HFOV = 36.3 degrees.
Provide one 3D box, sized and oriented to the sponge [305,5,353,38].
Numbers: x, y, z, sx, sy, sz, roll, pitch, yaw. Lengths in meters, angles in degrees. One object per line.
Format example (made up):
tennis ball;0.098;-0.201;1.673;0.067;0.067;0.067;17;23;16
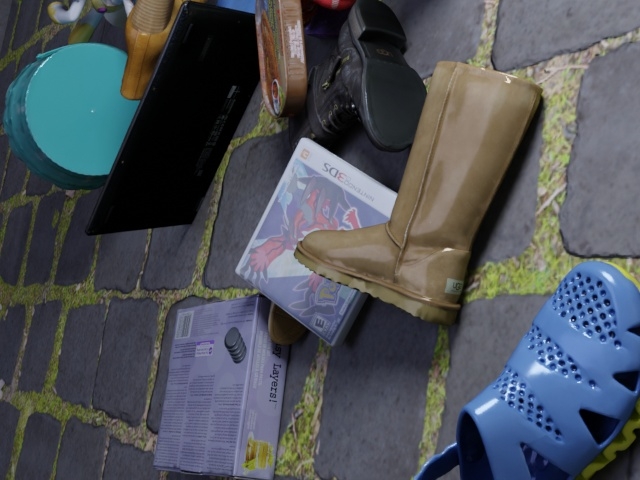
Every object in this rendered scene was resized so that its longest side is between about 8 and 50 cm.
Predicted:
sponge;0.042;-0.389;1.387;0.117;0.031;0.210;17;93;59

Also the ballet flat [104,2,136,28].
ballet flat;-0.348;-0.632;2.009;0.139;0.139;0.400;19;90;58

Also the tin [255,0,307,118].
tin;-0.052;-0.259;1.307;0.106;0.040;0.190;-171;76;-73

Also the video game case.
video game case;0.000;0.000;1.218;0.183;0.023;0.201;34;105;31

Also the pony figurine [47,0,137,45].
pony figurine;-0.368;-0.533;1.797;0.363;0.303;0.351;-2;71;54

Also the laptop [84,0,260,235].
laptop;-0.251;-0.241;1.598;0.236;0.408;0.382;35;110;21

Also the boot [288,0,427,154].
boot;0.033;-0.163;1.274;0.229;0.091;0.263;-49;36;43

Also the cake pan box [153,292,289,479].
cake pan box;-0.145;0.212;1.392;0.267;0.070;0.246;-15;62;54

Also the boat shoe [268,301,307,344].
boat shoe;-0.032;0.054;1.296;0.170;0.063;0.059;-71;20;4

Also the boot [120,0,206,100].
boot;-0.260;-0.363;1.632;0.295;0.104;0.211;-66;-2;-59

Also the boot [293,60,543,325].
boot;0.103;-0.067;1.088;0.236;0.089;0.270;22;97;34

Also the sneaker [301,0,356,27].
sneaker;-0.016;-0.352;1.366;0.279;0.107;0.118;-131;42;-56

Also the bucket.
bucket;-0.445;-0.234;1.832;0.183;0.281;0.281;-1;76;64

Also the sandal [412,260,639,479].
sandal;0.181;0.162;0.848;0.126;0.138;0.317;37;107;58
